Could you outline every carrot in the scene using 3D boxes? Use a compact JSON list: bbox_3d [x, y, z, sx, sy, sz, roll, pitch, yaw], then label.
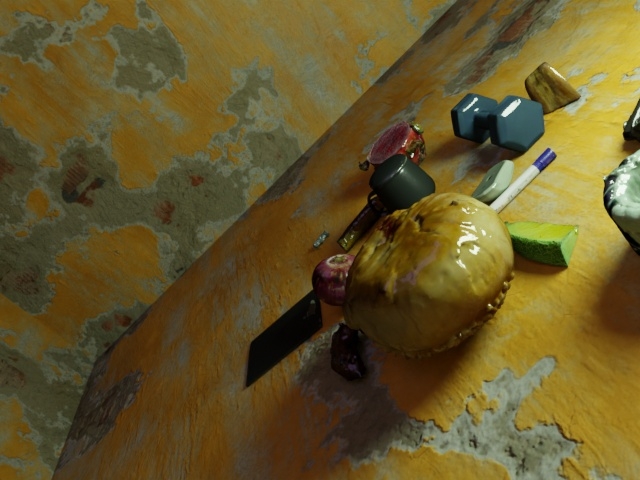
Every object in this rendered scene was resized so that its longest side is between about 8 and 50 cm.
[{"bbox_3d":[0.141,-0.058,1.995,0.229,0.069,0.069,-50,20,-8],"label":"carrot"}]

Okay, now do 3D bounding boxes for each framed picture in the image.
[{"bbox_3d":[-0.120,0.306,1.894,0.324,0.013,0.244,-40,21,15],"label":"framed picture"}]

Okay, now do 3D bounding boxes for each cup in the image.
[{"bbox_3d":[0.235,-0.157,1.836,0.223,0.176,0.169,-31,28,33],"label":"cup"}]

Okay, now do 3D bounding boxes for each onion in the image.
[{"bbox_3d":[0.062,0.116,1.703,0.177,0.153,0.177,-30,10,6],"label":"onion"}]

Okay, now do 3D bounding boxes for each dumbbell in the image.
[{"bbox_3d":[0.507,-0.348,1.703,0.325,0.159,0.144,-128,54,-69],"label":"dumbbell"}]

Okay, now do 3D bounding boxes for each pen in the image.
[{"bbox_3d":[0.491,-0.130,1.480,0.269,0.033,0.033,-45,20,3],"label":"pen"}]

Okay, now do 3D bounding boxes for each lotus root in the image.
[{"bbox_3d":[0.638,-0.427,1.653,0.095,0.135,0.159,-45,7,6],"label":"lotus root"}]

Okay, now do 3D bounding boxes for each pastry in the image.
[{"bbox_3d":[0.235,0.080,1.277,0.409,0.245,0.410,-39,18,15],"label":"pastry"}]

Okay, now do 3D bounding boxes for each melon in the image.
[{"bbox_3d":[0.470,-0.016,1.285,0.114,0.053,0.262,-40,20,-5],"label":"melon"}]

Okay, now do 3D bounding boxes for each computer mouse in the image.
[{"bbox_3d":[0.463,-0.150,1.543,0.089,0.056,0.182,-26,20,51],"label":"computer mouse"}]

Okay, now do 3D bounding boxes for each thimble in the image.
[{"bbox_3d":[0.610,-0.076,0.975,0.237,0.150,0.237,-38,21,17],"label":"thimble"}]

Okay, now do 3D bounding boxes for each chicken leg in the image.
[{"bbox_3d":[0.070,0.282,1.492,0.105,0.063,0.234,-41,22,26],"label":"chicken leg"}]

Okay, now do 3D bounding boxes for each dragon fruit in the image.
[{"bbox_3d":[0.282,-0.310,2.111,0.282,0.147,0.211,-36,31,34],"label":"dragon fruit"}]

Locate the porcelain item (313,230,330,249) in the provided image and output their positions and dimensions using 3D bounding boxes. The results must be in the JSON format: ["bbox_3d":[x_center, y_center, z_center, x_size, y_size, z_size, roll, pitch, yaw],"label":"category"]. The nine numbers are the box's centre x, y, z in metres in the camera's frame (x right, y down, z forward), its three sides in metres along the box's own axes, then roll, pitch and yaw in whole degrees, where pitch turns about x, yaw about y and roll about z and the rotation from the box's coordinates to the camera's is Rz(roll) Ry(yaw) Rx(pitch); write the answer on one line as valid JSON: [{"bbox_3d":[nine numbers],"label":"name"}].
[{"bbox_3d":[0.000,0.000,2.216,0.083,0.028,0.036,-50,4,-6],"label":"porcelain item"}]

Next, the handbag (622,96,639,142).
[{"bbox_3d":[0.766,-0.305,1.170,0.257,0.113,0.285,-55,21,-3],"label":"handbag"}]
